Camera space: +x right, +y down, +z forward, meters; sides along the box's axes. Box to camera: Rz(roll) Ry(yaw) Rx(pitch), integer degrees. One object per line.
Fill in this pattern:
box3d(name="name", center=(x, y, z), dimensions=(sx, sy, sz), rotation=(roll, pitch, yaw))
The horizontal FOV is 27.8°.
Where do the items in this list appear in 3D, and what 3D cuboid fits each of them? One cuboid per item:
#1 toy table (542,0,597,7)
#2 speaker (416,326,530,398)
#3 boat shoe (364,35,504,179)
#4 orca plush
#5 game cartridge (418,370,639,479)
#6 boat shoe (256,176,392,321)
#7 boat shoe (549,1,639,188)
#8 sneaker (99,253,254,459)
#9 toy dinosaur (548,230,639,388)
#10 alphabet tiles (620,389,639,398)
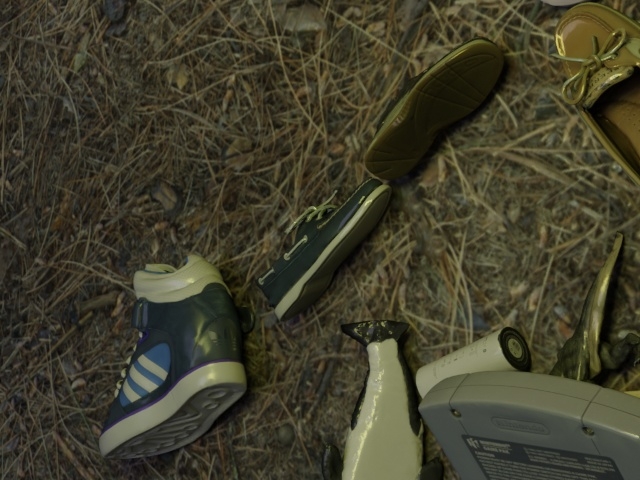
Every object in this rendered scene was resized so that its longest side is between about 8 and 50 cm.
box3d(name="toy table", center=(0.268, -0.381, 1.346), dimensions=(0.252, 0.161, 0.274), rotation=(31, 111, 37))
box3d(name="speaker", center=(0.177, 0.150, 1.516), dimensions=(0.136, 0.055, 0.055), rotation=(-32, 71, 38))
box3d(name="boat shoe", center=(0.128, -0.168, 1.536), dimensions=(0.223, 0.080, 0.073), rotation=(-48, 29, 32))
box3d(name="orca plush", center=(0.057, 0.245, 1.601), dimensions=(0.102, 0.151, 0.287), rotation=(151, 107, -72))
box3d(name="game cartridge", center=(0.250, 0.225, 1.368), dimensions=(0.297, 0.062, 0.198), rotation=(1, 127, 48))
box3d(name="boat shoe", center=(0.000, 0.000, 1.652), dimensions=(0.079, 0.095, 0.254), rotation=(50, 132, 16))
box3d(name="boat shoe", center=(0.327, -0.141, 1.345), dimensions=(0.104, 0.089, 0.285), rotation=(-50, 60, 32))
box3d(name="sneaker", center=(-0.227, 0.157, 1.853), dimensions=(0.323, 0.130, 0.236), rotation=(-39, 56, 41))
box3d(name="toy dinosaur", center=(0.298, 0.132, 1.392), dimensions=(0.118, 0.064, 0.268), rotation=(41, 116, 55))
box3d(name="alphabet tiles", center=(0.415, 0.234, 1.325), dimensions=(0.278, 0.021, 0.284), rotation=(-9, 85, 42))
